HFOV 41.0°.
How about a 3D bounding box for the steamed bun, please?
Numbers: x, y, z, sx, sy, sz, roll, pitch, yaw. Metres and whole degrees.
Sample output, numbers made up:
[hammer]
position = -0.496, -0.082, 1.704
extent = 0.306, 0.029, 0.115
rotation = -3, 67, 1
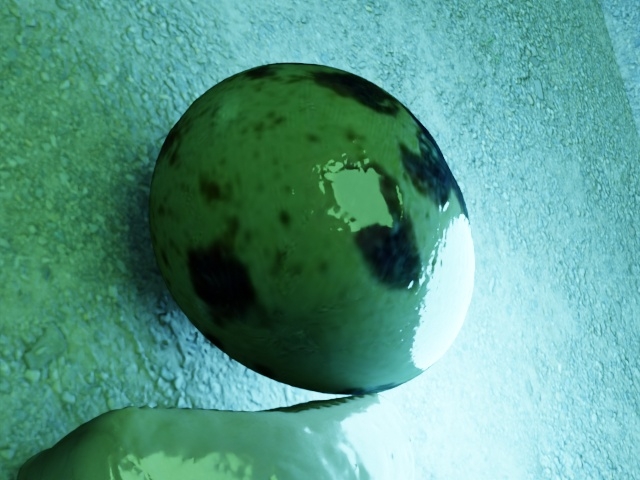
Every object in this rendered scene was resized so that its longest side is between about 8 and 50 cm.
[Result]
[steamed bun]
position = -0.087, 0.283, 0.856
extent = 0.383, 0.247, 0.236
rotation = 4, 68, -42

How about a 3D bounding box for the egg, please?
[egg]
position = 0.000, 0.000, 0.986
extent = 0.428, 0.345, 0.345
rotation = 54, 45, -26
